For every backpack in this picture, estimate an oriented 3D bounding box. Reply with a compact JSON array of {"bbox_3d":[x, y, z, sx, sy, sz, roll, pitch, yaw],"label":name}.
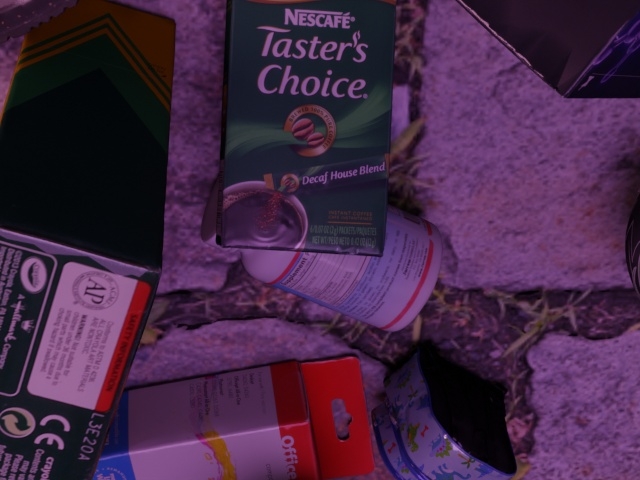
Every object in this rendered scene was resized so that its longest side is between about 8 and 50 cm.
[{"bbox_3d":[0.098,0.155,1.072,0.105,0.114,0.084,31,113,-24],"label":"backpack"}]

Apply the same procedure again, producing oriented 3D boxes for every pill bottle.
[{"bbox_3d":[0.000,0.000,0.980,0.160,0.087,0.087,23,117,-19],"label":"pill bottle"}]

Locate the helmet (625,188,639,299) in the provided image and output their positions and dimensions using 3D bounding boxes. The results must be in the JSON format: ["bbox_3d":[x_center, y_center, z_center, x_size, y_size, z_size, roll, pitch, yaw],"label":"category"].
[{"bbox_3d":[0.301,0.008,0.978,0.161,0.169,0.169,-31,122,-7],"label":"helmet"}]

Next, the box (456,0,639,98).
[{"bbox_3d":[0.204,-0.179,0.793,0.103,0.261,0.184,48,114,15],"label":"box"}]

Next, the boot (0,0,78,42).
[{"bbox_3d":[-0.243,-0.215,0.783,0.338,0.118,0.223,-28,120,18],"label":"boot"}]

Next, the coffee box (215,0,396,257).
[{"bbox_3d":[-0.010,-0.084,0.905,0.113,0.040,0.184,4,91,-7],"label":"coffee box"}]

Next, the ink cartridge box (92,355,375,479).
[{"bbox_3d":[-0.071,0.179,1.089,0.231,0.078,0.134,-10,123,-1],"label":"ink cartridge box"}]

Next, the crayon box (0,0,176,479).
[{"bbox_3d":[-0.187,0.068,0.866,0.106,0.313,0.363,16,119,-12],"label":"crayon box"}]
